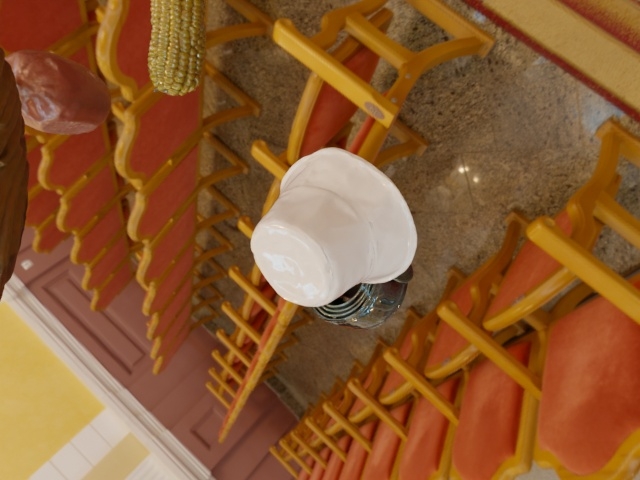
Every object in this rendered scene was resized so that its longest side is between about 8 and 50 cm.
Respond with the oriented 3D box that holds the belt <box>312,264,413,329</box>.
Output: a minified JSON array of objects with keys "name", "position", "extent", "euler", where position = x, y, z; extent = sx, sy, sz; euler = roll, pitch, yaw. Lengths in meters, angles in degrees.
[{"name":"belt","position":[0.085,0.084,0.981],"extent":[0.116,0.206,0.268],"euler":[21,168,-31]}]

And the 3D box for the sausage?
[{"name":"sausage","position":[-0.486,-0.273,0.872],"extent":[0.148,0.148,0.254],"euler":[48,-172,-2]}]

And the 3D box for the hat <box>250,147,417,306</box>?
[{"name":"hat","position":[0.000,0.000,0.553],"extent":[0.203,0.126,0.203],"euler":[20,129,27]}]

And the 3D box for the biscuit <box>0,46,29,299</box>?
[{"name":"biscuit","position":[-0.209,-0.018,0.243],"extent":[0.031,0.228,0.176],"euler":[8,-174,-4]}]

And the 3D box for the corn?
[{"name":"corn","position":[-0.243,-0.405,0.793],"extent":[0.102,0.102,0.312],"euler":[25,119,30]}]
